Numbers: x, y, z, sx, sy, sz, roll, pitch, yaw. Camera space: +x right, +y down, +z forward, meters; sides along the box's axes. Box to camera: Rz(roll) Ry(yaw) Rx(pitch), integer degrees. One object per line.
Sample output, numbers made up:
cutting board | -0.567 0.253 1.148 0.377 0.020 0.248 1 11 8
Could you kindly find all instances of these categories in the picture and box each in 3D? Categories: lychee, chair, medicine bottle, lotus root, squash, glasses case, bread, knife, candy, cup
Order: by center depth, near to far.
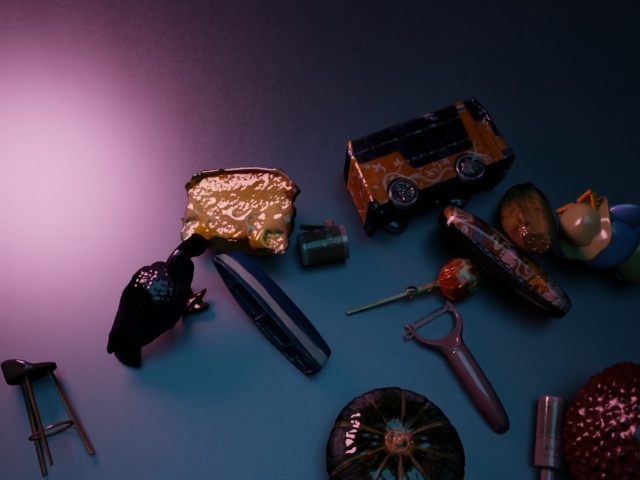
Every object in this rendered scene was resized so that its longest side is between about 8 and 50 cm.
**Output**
squash | 0.132 0.393 1.327 0.252 0.165 0.252 0 55 0
lychee | 0.591 0.360 1.331 0.304 0.276 0.276 -44 78 -2
chair | -0.504 0.311 1.353 0.095 0.104 0.221 -18 75 -38
medicine bottle | 0.440 0.401 1.406 0.058 0.057 0.199 12 69 0
knife | 0.283 0.260 1.453 0.123 0.053 0.278 -30 73 -9
glasses case | 0.372 0.041 1.493 0.321 0.122 0.082 39 105 4
bread | -0.143 -0.050 1.493 0.252 0.133 0.174 1 77 20
candy | 0.190 0.104 1.503 0.288 0.078 0.084 -16 48 -1
lotus root | 0.425 -0.040 1.512 0.110 0.097 0.258 6 27 6
cup | 0.001 -0.002 1.515 0.099 0.074 0.102 -10 70 -8

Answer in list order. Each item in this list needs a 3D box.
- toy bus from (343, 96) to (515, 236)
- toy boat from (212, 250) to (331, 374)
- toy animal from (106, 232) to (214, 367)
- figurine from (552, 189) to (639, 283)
toy bus | 0.220 -0.156 1.548 0.324 0.162 0.194 -21 70 -10
toy boat | -0.095 0.133 1.424 0.062 0.096 0.299 -43 94 -25
toy animal | -0.304 0.112 1.392 0.298 0.185 0.122 -45 83 1
figurine | 0.588 0.007 1.503 0.262 0.180 0.153 39 71 -35
